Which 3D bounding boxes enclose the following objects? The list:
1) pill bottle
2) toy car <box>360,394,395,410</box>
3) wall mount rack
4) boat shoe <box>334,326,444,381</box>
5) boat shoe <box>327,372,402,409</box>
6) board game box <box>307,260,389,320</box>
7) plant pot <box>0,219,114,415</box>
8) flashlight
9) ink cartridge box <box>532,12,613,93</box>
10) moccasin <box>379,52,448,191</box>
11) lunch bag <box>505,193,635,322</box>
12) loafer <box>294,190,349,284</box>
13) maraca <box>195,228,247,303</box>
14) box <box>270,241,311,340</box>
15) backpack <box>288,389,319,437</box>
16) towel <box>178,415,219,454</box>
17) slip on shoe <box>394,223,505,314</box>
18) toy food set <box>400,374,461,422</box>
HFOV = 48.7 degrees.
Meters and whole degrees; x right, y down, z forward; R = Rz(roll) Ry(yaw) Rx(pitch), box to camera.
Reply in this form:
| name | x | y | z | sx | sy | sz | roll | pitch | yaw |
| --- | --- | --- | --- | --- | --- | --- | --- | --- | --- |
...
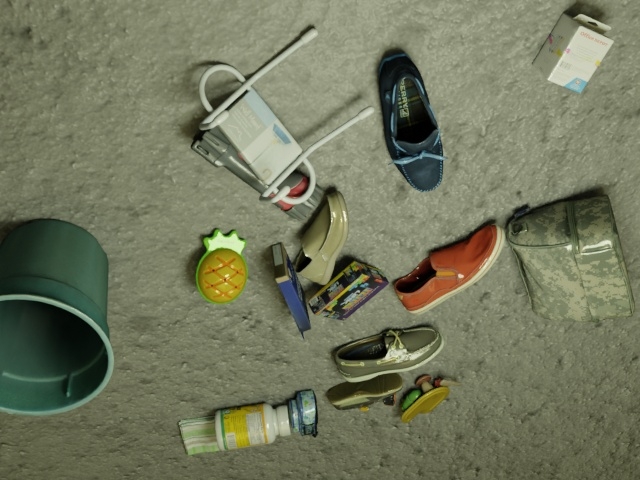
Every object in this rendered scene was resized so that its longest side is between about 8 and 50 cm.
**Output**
| name | x | y | z | sx | sy | sz | roll | pitch | yaw |
| --- | --- | --- | --- | --- | --- | --- | --- | --- | --- |
| pill bottle | -0.195 | 0.536 | 2.048 | 0.208 | 0.117 | 0.117 | -8 | 126 | -3 |
| toy car | 0.176 | 0.473 | 2.125 | 0.122 | 0.060 | 0.040 | -17 | 173 | 23 |
| wall mount rack | -0.073 | -0.254 | 1.475 | 0.304 | 0.130 | 0.350 | -47 | 113 | -19 |
| boat shoe | 0.188 | 0.303 | 1.948 | 0.305 | 0.109 | 0.091 | -20 | 131 | 10 |
| boat shoe | 0.136 | 0.443 | 2.064 | 0.223 | 0.080 | 0.073 | -16 | 132 | 9 |
| board game box | 0.072 | 0.133 | 1.809 | 0.170 | 0.048 | 0.141 | -42 | 147 | 20 |
| plant pot | -0.615 | 0.147 | 1.564 | 0.341 | 0.334 | 0.341 | -4 | 125 | -6 |
| flashlight | -0.135 | -0.165 | 1.571 | 0.304 | 0.103 | 0.103 | 38 | 117 | -25 |
| ink cartridge box | 0.540 | -0.406 | 1.504 | 0.092 | 0.090 | 0.143 | 16 | 120 | -20 |
| moccasin | 0.195 | -0.234 | 1.555 | 0.137 | 0.117 | 0.342 | -23 | 126 | 7 |
| lunch bag | 0.624 | 0.054 | 1.778 | 0.256 | 0.212 | 0.305 | -13 | 126 | 21 |
| loafer | 0.000 | 0.000 | 1.702 | 0.092 | 0.102 | 0.268 | 2 | 126 | -18 |
| maraca | -0.238 | 0.065 | 1.717 | 0.127 | 0.099 | 0.186 | 3 | 100 | -21 |
| box | -0.068 | 0.130 | 1.764 | 0.036 | 0.136 | 0.225 | -18 | 127 | 3 |
| backpack | -0.049 | 0.498 | 2.052 | 0.084 | 0.105 | 0.114 | -2 | 121 | -9 |
| towel | -0.357 | 0.587 | 2.117 | 0.113 | 0.023 | 0.152 | -6 | 126 | -4 |
| slip on shoe | 0.326 | 0.067 | 1.800 | 0.331 | 0.123 | 0.101 | -38 | 119 | 23 |
| toy food set | 0.311 | 0.455 | 2.111 | 0.128 | 0.071 | 0.218 | 12 | 128 | -46 |
